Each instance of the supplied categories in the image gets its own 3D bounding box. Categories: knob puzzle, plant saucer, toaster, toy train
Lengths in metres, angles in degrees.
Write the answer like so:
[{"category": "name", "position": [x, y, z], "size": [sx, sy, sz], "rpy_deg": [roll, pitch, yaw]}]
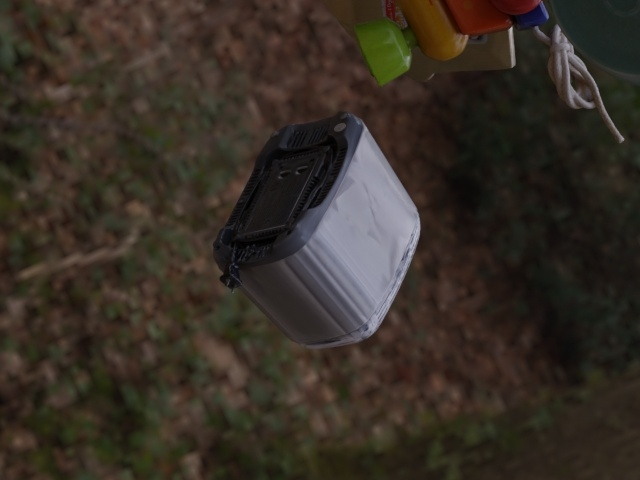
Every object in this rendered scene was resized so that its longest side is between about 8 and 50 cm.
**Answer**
[{"category": "knob puzzle", "position": [0.087, -0.245, 1.858], "size": [0.030, 0.213, 0.213], "rpy_deg": [-37, 105, -56]}, {"category": "plant saucer", "position": [0.157, -0.128, 1.008], "size": [0.021, 0.119, 0.119], "rpy_deg": [-34, 104, -41]}, {"category": "toaster", "position": [0.000, 0.000, 1.865], "size": [0.146, 0.129, 0.227], "rpy_deg": [50, 46, -29]}, {"category": "toy train", "position": [0.089, -0.147, 1.367], "size": [0.248, 0.143, 0.105], "rpy_deg": [63, 5, 0]}]
